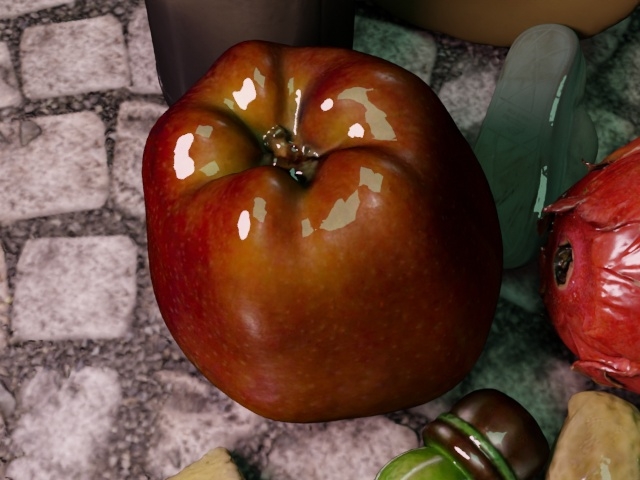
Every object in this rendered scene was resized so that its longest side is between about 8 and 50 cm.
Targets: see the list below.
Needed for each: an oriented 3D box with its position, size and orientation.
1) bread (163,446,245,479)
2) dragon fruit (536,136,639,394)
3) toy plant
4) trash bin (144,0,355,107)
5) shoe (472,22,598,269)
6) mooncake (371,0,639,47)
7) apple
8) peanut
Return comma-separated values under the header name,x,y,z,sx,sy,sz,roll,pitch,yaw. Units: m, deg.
name,x,y,z,sx,sy,sz,roll,pitch,yaw
bread,-0.152,0.242,0.731,0.240,0.178,0.135,-24,68,-11
dragon fruit,0.309,0.027,0.830,0.252,0.241,0.241,-12,64,5
toy plant,0.106,0.198,0.809,0.162,0.093,0.093,-36,70,-17
trash bin,-0.062,-0.245,0.907,0.203,0.301,0.252,-34,69,-17
shoe,0.214,-0.084,0.960,0.103,0.100,0.251,2,73,45
mooncake,0.179,-0.380,0.951,0.378,0.378,0.201,21,59,9
apple,0.000,0.000,0.796,0.288,0.317,0.288,-7,54,10
peanut,0.250,0.230,0.796,0.103,0.098,0.229,5,54,-47
